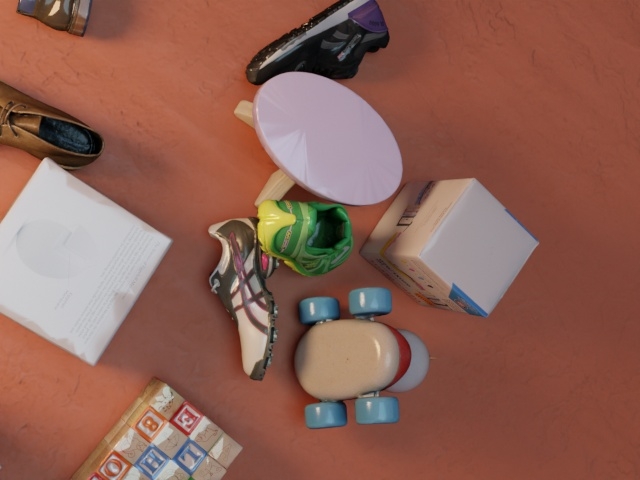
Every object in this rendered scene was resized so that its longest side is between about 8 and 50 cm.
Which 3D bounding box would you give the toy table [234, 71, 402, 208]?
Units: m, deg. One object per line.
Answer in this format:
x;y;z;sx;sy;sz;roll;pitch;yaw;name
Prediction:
-0.012;-0.158;1.491;0.274;0.161;0.252;46;74;-15;toy table

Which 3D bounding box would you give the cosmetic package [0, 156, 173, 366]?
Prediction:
-0.385;0.034;1.344;0.224;0.138;0.224;35;77;-17;cosmetic package

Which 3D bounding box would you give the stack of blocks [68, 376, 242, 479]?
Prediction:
-0.287;0.389;1.408;0.171;0.087;0.297;44;74;-17;stack of blocks

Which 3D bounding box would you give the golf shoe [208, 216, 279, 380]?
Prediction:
-0.128;0.097;1.486;0.120;0.105;0.273;1;83;-8;golf shoe

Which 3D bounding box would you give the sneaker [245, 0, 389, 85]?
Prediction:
0.008;-0.321;1.535;0.283;0.107;0.124;-36;109;-19;sneaker

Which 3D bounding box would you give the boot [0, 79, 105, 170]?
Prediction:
-0.461;-0.185;1.302;0.305;0.115;0.112;18;83;-31;boot

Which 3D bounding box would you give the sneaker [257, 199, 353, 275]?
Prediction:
0.000;0.000;1.452;0.123;0.295;0.110;0;83;22;sneaker

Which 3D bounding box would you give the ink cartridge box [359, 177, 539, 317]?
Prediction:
0.216;0.010;1.546;0.171;0.232;0.168;40;77;-18;ink cartridge box

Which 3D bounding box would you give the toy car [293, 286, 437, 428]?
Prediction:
0.097;0.210;1.549;0.238;0.210;0.219;13;69;-50;toy car

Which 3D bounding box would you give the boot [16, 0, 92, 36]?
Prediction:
-0.401;-0.434;1.373;0.106;0.082;0.219;7;88;-25;boot
